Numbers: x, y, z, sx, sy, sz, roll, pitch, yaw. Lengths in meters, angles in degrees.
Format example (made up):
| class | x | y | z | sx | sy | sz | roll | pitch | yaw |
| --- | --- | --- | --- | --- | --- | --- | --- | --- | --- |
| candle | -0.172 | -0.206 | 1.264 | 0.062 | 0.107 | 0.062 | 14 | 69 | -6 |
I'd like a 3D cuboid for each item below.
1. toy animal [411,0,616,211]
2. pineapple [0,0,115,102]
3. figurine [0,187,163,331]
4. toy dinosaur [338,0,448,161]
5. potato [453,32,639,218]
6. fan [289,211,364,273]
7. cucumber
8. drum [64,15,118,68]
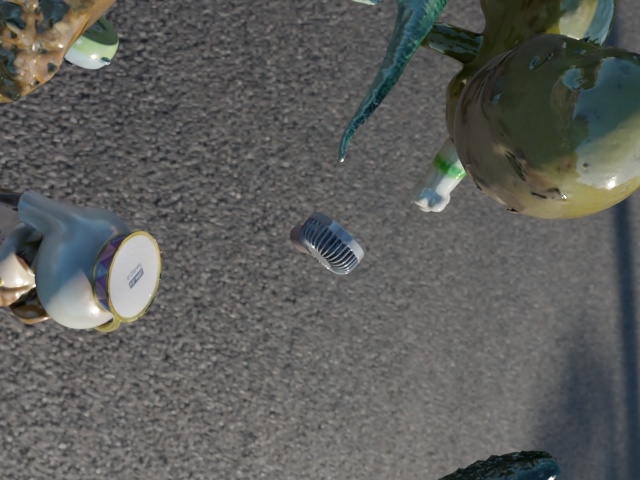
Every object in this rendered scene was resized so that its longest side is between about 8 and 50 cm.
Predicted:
| class | x | y | z | sx | sy | sz | roll | pitch | yaw |
| --- | --- | --- | --- | --- | --- | --- | --- | --- | --- |
| toy animal | 0.224 | -0.190 | 1.130 | 0.180 | 0.181 | 0.363 | 25 | 98 | -45 |
| pineapple | -0.356 | -0.278 | 0.782 | 0.362 | 0.202 | 0.202 | 39 | 66 | -24 |
| figurine | -0.316 | 0.024 | 1.022 | 0.142 | 0.263 | 0.190 | -53 | 143 | -50 |
| toy dinosaur | 0.064 | -0.257 | 0.981 | 0.383 | 0.129 | 0.076 | -59 | 170 | -14 |
| potato | 0.209 | -0.100 | 0.806 | 0.164 | 0.262 | 0.165 | 0 | 90 | -8 |
| fan | 0.000 | 0.000 | 1.786 | 0.130 | 0.244 | 0.074 | 45 | 79 | -19 |
| cucumber | 0.062 | 0.216 | 0.696 | 0.256 | 0.044 | 0.043 | -24 | 148 | 2 |
| drum | -0.372 | -0.281 | 1.260 | 0.049 | 0.130 | 0.253 | -47 | 180 | 25 |
